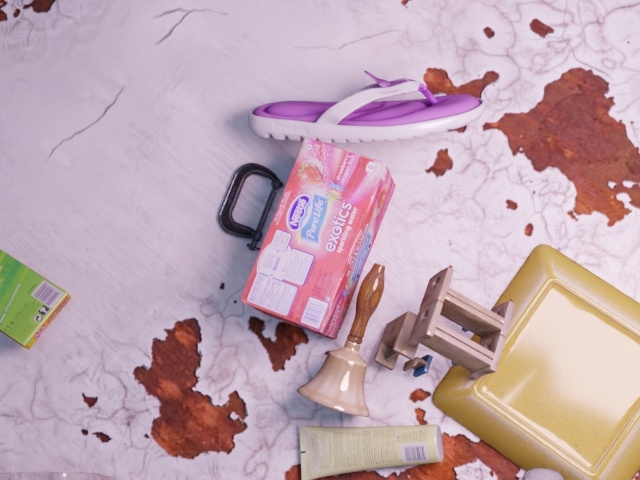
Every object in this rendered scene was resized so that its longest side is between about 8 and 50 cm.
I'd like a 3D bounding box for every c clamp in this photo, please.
[{"bbox_3d":[-0.114,-0.059,1.639,0.137,0.022,0.160,13,83,19],"label":"c clamp"}]

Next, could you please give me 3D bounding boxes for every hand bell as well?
[{"bbox_3d":[0.057,0.153,1.489,0.126,0.126,0.242,18,88,15],"label":"hand bell"}]

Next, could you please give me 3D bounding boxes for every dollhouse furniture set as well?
[{"bbox_3d":[0.199,0.148,1.471,0.129,0.184,0.129,29,61,-11],"label":"dollhouse furniture set"}]

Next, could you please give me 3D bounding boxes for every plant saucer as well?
[{"bbox_3d":[0.398,0.216,1.441,0.333,0.081,0.333,35,87,16],"label":"plant saucer"}]

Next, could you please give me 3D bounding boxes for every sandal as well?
[{"bbox_3d":[0.069,-0.234,1.551,0.416,0.169,0.102,-2,115,13],"label":"sandal"}]

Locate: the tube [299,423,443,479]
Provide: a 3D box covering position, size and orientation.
[{"bbox_3d":[0.080,0.341,1.497,0.240,0.062,0.070,-8,33,15],"label":"tube"}]

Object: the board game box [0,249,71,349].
[{"bbox_3d":[-0.604,0.086,1.687,0.259,0.039,0.124,31,69,14],"label":"board game box"}]

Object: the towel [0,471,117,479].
[{"bbox_3d":[-0.491,0.500,1.584,0.282,0.049,0.187,-4,77,11],"label":"towel"}]

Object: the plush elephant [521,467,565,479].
[{"bbox_3d":[0.314,0.526,1.290,0.255,0.272,0.330,-19,103,-15],"label":"plush elephant"}]

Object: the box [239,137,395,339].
[{"bbox_3d":[0.000,0.000,1.536,0.154,0.142,0.300,19,83,14],"label":"box"}]
